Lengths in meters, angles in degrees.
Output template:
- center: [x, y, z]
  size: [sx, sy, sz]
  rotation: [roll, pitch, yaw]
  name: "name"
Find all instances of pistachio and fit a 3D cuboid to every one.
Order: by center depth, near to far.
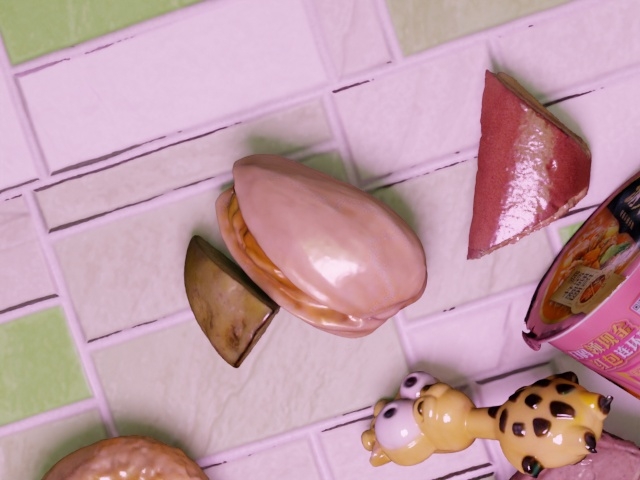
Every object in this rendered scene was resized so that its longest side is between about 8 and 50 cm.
- center: [0.000, 0.000, 1.739]
  size: [0.229, 0.157, 0.157]
  rotation: [33, 99, 5]
  name: "pistachio"

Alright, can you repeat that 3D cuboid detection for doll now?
- center: [0.157, 0.177, 1.711]
  size: [0.291, 0.117, 0.086]
  rotation: [-3, 133, 42]
  name: "doll"

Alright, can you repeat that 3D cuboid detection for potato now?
- center: [-0.108, 0.062, 1.753]
  size: [0.120, 0.149, 0.081]
  rotation: [36, 93, 2]
  name: "potato"

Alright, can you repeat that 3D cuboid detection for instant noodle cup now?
- center: [0.366, 0.079, 1.688]
  size: [0.255, 0.244, 0.244]
  rotation: [40, 99, -9]
  name: "instant noodle cup"

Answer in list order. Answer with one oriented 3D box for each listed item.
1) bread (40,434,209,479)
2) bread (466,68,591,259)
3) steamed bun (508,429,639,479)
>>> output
- center: [-0.201, 0.319, 1.802]
  size: [0.244, 0.134, 0.244]
  rotation: [1, 95, 7]
  name: "bread"
- center: [0.213, -0.072, 1.746]
  size: [0.119, 0.067, 0.192]
  rotation: [4, 98, 4]
  name: "bread"
- center: [0.313, 0.329, 1.724]
  size: [0.301, 0.199, 0.251]
  rotation: [38, 100, 31]
  name: "steamed bun"
